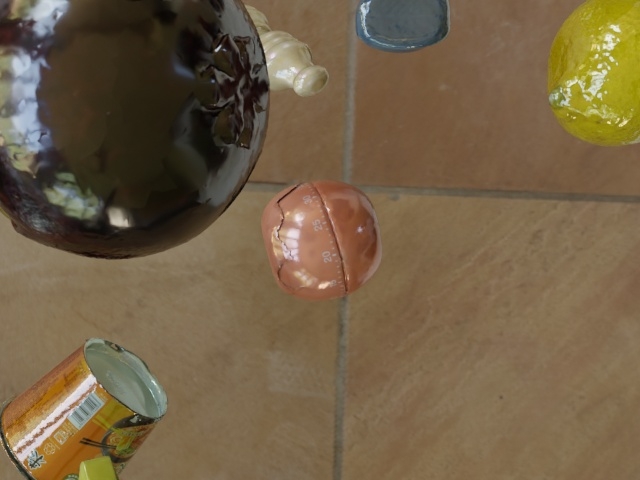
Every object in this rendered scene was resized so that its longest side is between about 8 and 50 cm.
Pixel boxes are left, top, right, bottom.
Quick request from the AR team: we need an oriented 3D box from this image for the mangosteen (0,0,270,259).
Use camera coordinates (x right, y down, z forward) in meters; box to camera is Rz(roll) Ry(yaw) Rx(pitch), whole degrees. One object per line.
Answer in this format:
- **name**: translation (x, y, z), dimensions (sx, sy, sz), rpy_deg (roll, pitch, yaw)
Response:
- **mangosteen**: translation (-0.219, -0.134, 0.814), dimensions (0.346, 0.307, 0.307), rpy_deg (0, 90, 23)

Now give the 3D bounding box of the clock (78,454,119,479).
- **clock**: translation (-0.157, 0.345, 0.659), dimensions (0.071, 0.293, 0.277), rpy_deg (-4, 113, -35)

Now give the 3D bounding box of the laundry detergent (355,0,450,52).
- **laundry detergent**: translation (0.132, -0.345, 1.387), dimensions (0.143, 0.290, 0.094), rpy_deg (-5, 97, 6)

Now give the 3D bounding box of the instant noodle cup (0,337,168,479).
- **instant noodle cup**: translation (-0.370, 0.278, 1.382), dimensions (0.230, 0.230, 0.182), rpy_deg (40, 100, -19)

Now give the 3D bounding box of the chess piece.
- **chess piece**: translation (-0.102, -0.357, 1.679), dimensions (0.138, 0.307, 0.124), rpy_deg (-7, 125, -39)

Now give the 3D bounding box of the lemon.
- **lemon**: translation (0.361, -0.206, 1.018), dimensions (0.244, 0.186, 0.187), rpy_deg (-37, 106, -28)

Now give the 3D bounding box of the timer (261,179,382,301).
- **timer**: translation (0.000, 0.000, 1.622), dimensions (0.214, 0.229, 0.230), rpy_deg (-11, 98, -7)
